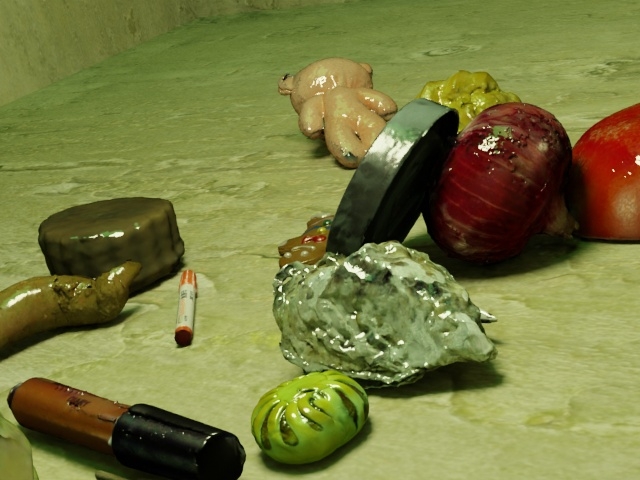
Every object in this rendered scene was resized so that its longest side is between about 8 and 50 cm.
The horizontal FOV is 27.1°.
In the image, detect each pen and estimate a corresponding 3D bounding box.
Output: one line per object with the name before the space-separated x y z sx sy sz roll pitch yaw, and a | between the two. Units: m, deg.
pen | -0.196 0.095 1.938 0.028 0.028 0.239 -14 20 1

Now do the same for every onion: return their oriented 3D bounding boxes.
onion | 0.260 -0.068 1.843 0.252 0.219 0.252 -51 -4 -5

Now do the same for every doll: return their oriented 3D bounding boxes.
doll | 0.044 -0.222 2.540 0.201 0.156 0.303 -10 47 -13

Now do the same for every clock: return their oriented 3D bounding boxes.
clock | 0.100 -0.071 1.847 0.055 0.280 0.280 30 36 15

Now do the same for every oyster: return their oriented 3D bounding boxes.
oyster | 0.073 0.084 1.589 0.268 0.112 0.198 -10 57 14

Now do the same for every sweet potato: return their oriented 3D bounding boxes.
sweet potato | -0.409 0.102 1.971 0.310 0.098 0.124 -23 28 -14

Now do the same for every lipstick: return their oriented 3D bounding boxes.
lipstick | -0.244 0.220 1.558 0.077 0.077 0.418 -30 24 -37

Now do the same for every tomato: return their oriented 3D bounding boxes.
tomato | 0.485 -0.120 1.899 0.338 0.143 0.338 -13 17 4

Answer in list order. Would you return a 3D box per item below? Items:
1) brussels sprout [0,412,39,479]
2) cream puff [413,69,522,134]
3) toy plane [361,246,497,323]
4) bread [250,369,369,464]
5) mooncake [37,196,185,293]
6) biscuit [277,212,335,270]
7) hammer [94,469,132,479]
brussels sprout | -0.416 0.256 1.404 0.244 0.244 0.244 -12 20 4
cream puff | 0.236 -0.177 2.187 0.221 0.194 0.194 -19 20 -1
toy plane | 0.133 0.084 1.686 0.160 0.082 0.234 -24 38 -36
bread | -0.012 0.193 1.483 0.139 0.071 0.130 -22 16 -21
mooncake | -0.333 0.010 2.133 0.228 0.124 0.228 -10 15 3
biscuit | 0.000 -0.001 2.068 0.138 0.031 0.205 -2 24 30
hammer | -0.157 0.279 1.418 0.292 0.029 0.058 4 24 46
